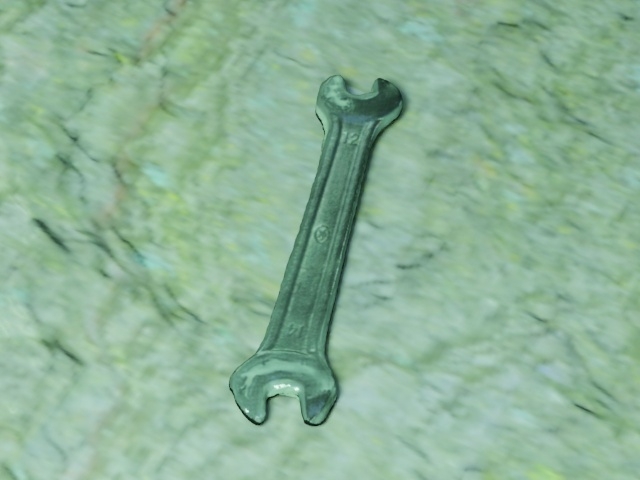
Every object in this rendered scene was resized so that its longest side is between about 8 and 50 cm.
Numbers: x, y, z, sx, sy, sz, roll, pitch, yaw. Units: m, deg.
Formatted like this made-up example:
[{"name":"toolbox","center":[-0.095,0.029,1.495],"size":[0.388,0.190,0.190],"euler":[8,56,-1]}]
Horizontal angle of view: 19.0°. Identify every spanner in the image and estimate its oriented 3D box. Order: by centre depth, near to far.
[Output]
[{"name":"spanner","center":[0.000,0.000,1.286],"size":[0.071,0.017,0.302],"euler":[10,53,4]}]
